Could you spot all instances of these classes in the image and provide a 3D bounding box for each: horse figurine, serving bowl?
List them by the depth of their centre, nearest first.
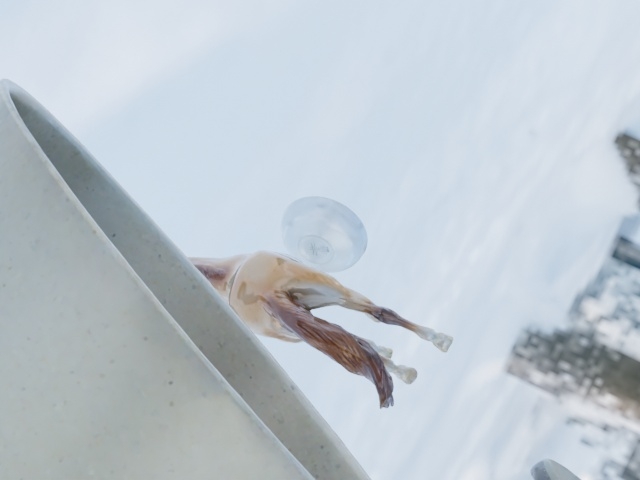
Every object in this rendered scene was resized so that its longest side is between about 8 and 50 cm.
[{"bbox_3d":[-0.013,0.049,1.135,0.263,0.174,0.066,-154,-94,-76],"label":"horse figurine"},{"bbox_3d":[0.000,0.000,1.474,0.027,0.083,0.083,-65,170,-46],"label":"serving bowl"}]

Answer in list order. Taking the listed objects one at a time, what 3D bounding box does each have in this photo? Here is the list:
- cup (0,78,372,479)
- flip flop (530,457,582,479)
[{"bbox_3d":[-0.138,0.119,0.807,0.237,0.331,0.331,-40,164,0],"label":"cup"},{"bbox_3d":[0.265,0.221,1.186,0.080,0.277,0.112,-53,-156,19],"label":"flip flop"}]
